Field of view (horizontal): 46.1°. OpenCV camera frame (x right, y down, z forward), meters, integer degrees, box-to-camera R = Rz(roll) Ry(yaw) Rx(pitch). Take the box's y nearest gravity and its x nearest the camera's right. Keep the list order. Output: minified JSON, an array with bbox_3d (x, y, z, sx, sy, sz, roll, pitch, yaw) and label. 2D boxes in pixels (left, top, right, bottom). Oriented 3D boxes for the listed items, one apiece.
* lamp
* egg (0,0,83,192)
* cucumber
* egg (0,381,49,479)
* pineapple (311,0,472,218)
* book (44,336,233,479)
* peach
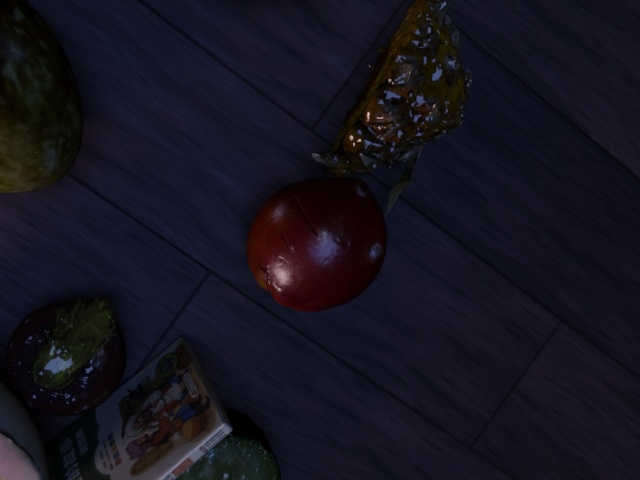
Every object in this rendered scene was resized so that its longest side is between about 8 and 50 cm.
[{"bbox_3d":[-0.340,0.159,1.000,0.156,0.135,0.157,-14,101,-8],"label":"lamp"},{"bbox_3d":[-0.412,-0.181,0.896,0.238,0.238,0.289,-43,111,-3],"label":"egg"},{"bbox_3d":[-0.160,0.324,1.063,0.191,0.130,0.191,-3,100,-16],"label":"cucumber"},{"bbox_3d":[-0.478,0.251,0.972,0.264,0.174,0.286,-33,121,20],"label":"egg"},{"bbox_3d":[0.129,-0.182,1.033,0.158,0.161,0.334,36,87,-14],"label":"pineapple"},{"bbox_3d":[-0.254,0.270,1.001,0.264,0.202,0.027,-39,128,-3],"label":"book"},{"bbox_3d":[0.000,0.000,1.014,0.197,0.197,0.197,-1,97,-10],"label":"peach"}]
